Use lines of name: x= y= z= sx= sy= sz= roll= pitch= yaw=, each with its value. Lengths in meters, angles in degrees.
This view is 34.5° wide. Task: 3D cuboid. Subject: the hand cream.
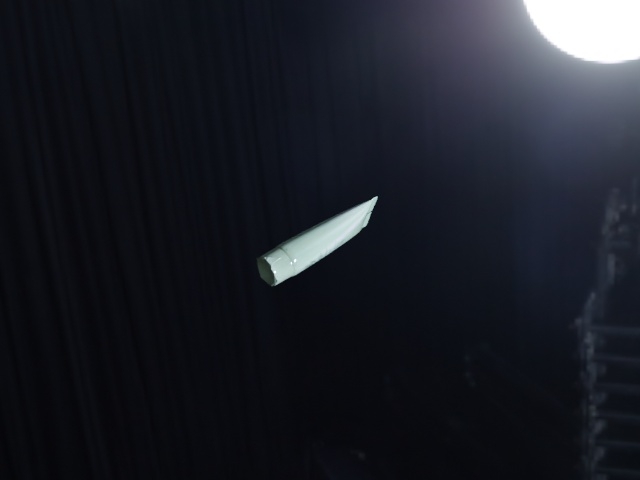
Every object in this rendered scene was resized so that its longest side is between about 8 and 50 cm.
hand cream: x=0.000 y=0.000 z=1.498 sx=0.204 sy=0.078 sz=0.050 roll=-30 pitch=-114 yaw=-29
